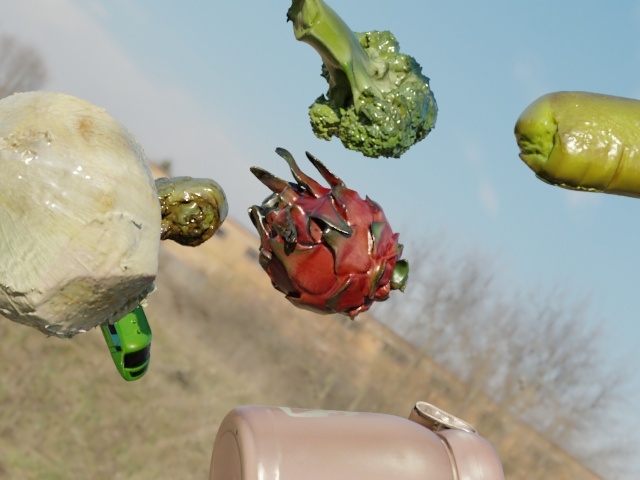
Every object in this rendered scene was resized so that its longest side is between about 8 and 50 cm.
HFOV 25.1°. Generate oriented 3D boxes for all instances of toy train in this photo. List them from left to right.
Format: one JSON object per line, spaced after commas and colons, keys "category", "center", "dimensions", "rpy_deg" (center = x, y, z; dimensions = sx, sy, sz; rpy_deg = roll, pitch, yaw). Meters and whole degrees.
{"category": "toy train", "center": [-0.231, 0.057, 1.603], "dimensions": [0.042, 0.044, 0.209], "rpy_deg": [-13, -80, 51]}

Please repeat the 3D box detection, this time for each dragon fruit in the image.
{"category": "dragon fruit", "center": [0.000, 0.000, 1.990], "dimensions": [0.274, 0.192, 0.193], "rpy_deg": [35, -40, 1]}

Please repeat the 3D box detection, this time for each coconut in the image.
{"category": "coconut", "center": [-0.214, -0.025, 1.110], "dimensions": [0.194, 0.194, 0.194], "rpy_deg": [36, -5, 4]}

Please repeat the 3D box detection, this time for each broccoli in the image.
{"category": "broccoli", "center": [0.045, -0.216, 2.142], "dimensions": [0.302, 0.186, 0.254], "rpy_deg": [5, 53, -56]}

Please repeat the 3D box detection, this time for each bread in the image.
{"category": "bread", "center": [0.435, -0.116, 1.831], "dimensions": [0.383, 0.112, 0.166], "rpy_deg": [8, 22, -14]}

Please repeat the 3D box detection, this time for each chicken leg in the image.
{"category": "chicken leg", "center": [-0.173, -0.036, 1.434], "dimensions": [0.178, 0.070, 0.093], "rpy_deg": [10, 2, 35]}

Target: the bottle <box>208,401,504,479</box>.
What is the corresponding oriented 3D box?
{"category": "bottle", "center": [0.041, 0.250, 1.503], "dimensions": [0.297, 0.173, 0.206], "rpy_deg": [4, 37, -17]}
